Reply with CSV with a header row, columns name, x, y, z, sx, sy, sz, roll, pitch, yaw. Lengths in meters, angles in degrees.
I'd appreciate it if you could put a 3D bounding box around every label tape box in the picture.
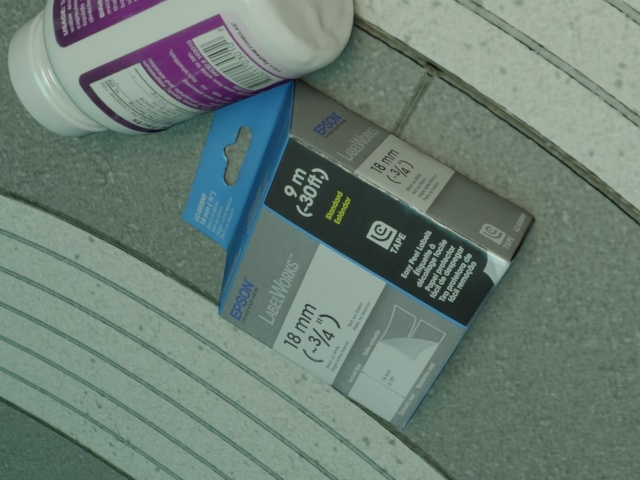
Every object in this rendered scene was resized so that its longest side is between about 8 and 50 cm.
name,x,y,z,sx,sy,sz,roll,pitch,yaw
label tape box,0.000,0.000,0.873,0.334,0.106,0.240,31,127,9

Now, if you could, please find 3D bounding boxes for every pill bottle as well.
name,x,y,z,sx,sy,sz,roll,pitch,yaw
pill bottle,-0.135,-0.191,0.793,0.302,0.169,0.169,-13,111,34
